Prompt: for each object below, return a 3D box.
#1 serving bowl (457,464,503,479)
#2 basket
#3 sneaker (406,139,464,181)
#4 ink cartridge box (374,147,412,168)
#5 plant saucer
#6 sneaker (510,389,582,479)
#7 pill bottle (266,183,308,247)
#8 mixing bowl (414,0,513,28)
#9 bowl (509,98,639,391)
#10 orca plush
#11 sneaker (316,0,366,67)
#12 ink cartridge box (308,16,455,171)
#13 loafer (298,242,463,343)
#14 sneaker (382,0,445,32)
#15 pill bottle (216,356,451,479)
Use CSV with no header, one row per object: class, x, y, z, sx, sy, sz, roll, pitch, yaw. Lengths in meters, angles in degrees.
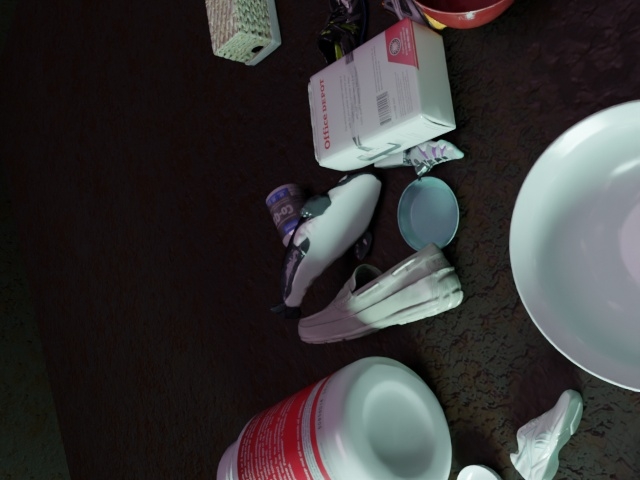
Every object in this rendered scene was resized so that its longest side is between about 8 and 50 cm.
serving bowl,0.241,0.368,0.879,0.083,0.027,0.083,4,96,48
basket,-0.163,-0.463,1.233,0.113,0.103,0.167,-19,78,48
sneaker,0.170,-0.120,0.918,0.098,0.038,0.069,31,96,53
ink cartridge box,0.122,-0.178,0.985,0.063,0.029,0.115,0,86,48
plant saucer,0.172,-0.040,0.941,0.119,0.021,0.119,3,95,49
sneaker,0.295,0.256,0.796,0.061,0.054,0.152,38,119,44
pill bottle,-0.045,-0.033,1.142,0.078,0.078,0.137,-45,60,39
mixing bowl,0.200,-0.360,0.815,0.182,0.098,0.181,-4,76,15
bowl,0.369,0.004,0.642,0.298,0.134,0.297,4,95,49
orca plush,0.000,0.000,1.054,0.102,0.151,0.287,38,110,61
sneaker,0.034,-0.361,1.038,0.067,0.078,0.188,0,91,48
ink cartridge box,0.088,-0.215,0.933,0.218,0.092,0.158,-17,74,44
loafer,0.082,0.095,0.985,0.320,0.112,0.111,-24,79,36
sneaker,0.125,-0.399,0.935,0.083,0.084,0.214,-42,63,46
pill bottle,-0.002,0.363,1.000,0.408,0.229,0.228,-38,64,42
